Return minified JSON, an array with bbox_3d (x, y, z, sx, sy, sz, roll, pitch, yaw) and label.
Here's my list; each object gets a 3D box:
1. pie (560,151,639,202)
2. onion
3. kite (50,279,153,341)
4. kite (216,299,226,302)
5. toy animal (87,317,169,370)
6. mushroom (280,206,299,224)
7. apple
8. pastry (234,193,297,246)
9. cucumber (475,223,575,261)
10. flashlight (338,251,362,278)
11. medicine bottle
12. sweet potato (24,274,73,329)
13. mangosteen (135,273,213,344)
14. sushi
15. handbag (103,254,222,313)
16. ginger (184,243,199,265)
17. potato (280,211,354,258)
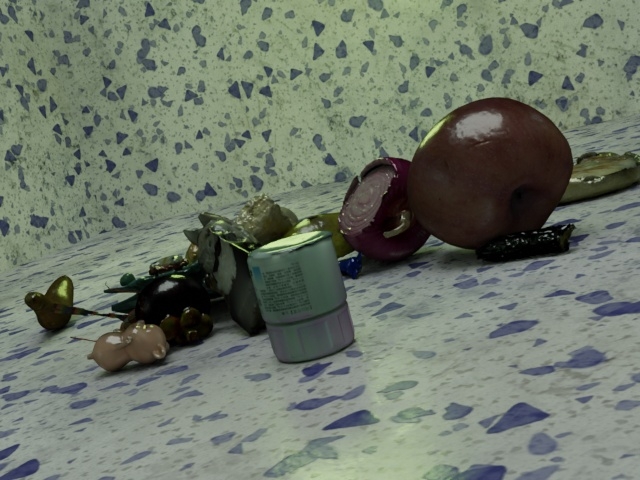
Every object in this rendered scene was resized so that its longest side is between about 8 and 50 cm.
[{"bbox_3d":[0.583,-0.142,2.176,0.338,0.075,0.337,-13,14,3],"label":"pie"},{"bbox_3d":[0.150,-0.056,1.923,0.201,0.207,0.200,6,-21,2],"label":"onion"},{"bbox_3d":[-0.377,0.140,1.743,0.244,0.198,0.006,18,30,-38],"label":"kite"},{"bbox_3d":[-0.170,0.119,1.966,0.122,0.004,0.090,-14,2,36],"label":"kite"},{"bbox_3d":[-0.325,0.183,1.607,0.150,0.089,0.083,-10,31,12],"label":"toy animal"},{"bbox_3d":[-0.117,-0.025,2.318,0.128,0.128,0.350,-14,-7,7],"label":"mushroom"},{"bbox_3d":[0.316,-0.113,1.757,0.306,0.305,0.235,-18,39,-20],"label":"apple"},{"bbox_3d":[-0.093,-0.017,2.070,0.121,0.089,0.258,-39,-30,12],"label":"pastry"},{"bbox_3d":[0.358,0.007,1.652,0.182,0.053,0.053,-11,9,29],"label":"cucumber"},{"bbox_3d":[0.055,0.055,1.913,0.035,0.057,0.121,20,-13,-21],"label":"flashlight"},{"bbox_3d":[-0.027,0.083,1.400,0.135,0.168,0.135,-16,8,2],"label":"medicine bottle"},{"bbox_3d":[-0.622,0.152,2.178,0.079,0.108,0.346,-20,5,-2],"label":"sweet potato"},{"bbox_3d":[-0.256,0.132,1.689,0.137,0.137,0.151,-19,43,-27],"label":"mangosteen"},{"bbox_3d":[-0.141,0.045,1.699,0.109,0.134,0.273,-3,27,-37],"label":"sushi"},{"bbox_3d":[-0.269,0.078,1.903,0.269,0.100,0.274,-14,-6,6],"label":"handbag"},{"bbox_3d":[-0.200,0.033,2.139,0.294,0.086,0.131,9,-59,-56],"label":"ginger"},{"bbox_3d":[0.000,0.000,2.016,0.272,0.111,0.160,-23,0,-30],"label":"potato"}]
